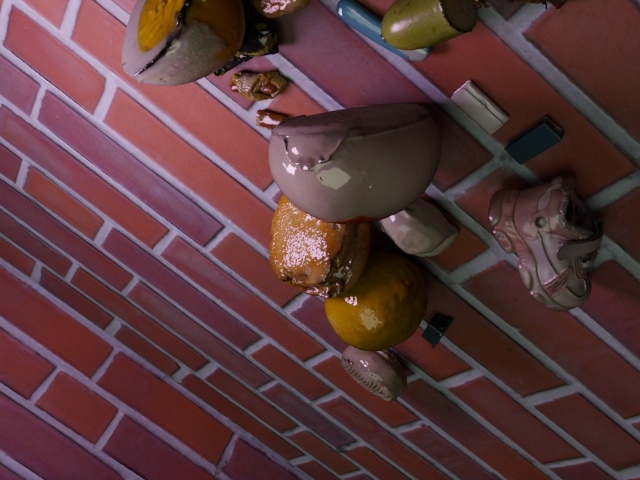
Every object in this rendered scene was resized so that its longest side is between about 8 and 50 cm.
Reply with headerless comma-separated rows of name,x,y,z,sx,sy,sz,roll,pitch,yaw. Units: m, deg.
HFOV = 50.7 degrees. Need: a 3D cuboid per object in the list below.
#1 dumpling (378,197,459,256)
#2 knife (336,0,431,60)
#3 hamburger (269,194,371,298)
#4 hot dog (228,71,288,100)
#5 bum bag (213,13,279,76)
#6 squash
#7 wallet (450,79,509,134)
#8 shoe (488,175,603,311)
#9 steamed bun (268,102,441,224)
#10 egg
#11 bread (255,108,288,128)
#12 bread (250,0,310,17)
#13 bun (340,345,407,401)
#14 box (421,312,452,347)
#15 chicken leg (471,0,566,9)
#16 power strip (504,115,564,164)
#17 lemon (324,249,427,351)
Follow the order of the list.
dumpling,0.234,-0.035,1.717,0.250,0.132,0.162,29,136,-24
knife,0.132,-0.440,1.409,0.221,0.031,0.064,31,131,5
hamburger,0.000,0.000,1.778,0.289,0.315,0.170,-5,167,45
hot dog,-0.160,-0.373,1.650,0.168,0.061,0.078,6,138,29
bum bag,-0.188,-0.457,1.574,0.232,0.060,0.107,-10,121,40
squash,0.197,-0.428,1.310,0.186,0.123,0.123,-13,125,44
wallet,0.342,-0.285,1.449,0.122,0.025,0.061,39,135,-11
shoe,0.544,0.013,1.529,0.198,0.172,0.351,-22,120,42
steamed bun,0.078,-0.162,1.465,0.374,0.374,0.242,1,112,32
egg,-0.282,-0.463,1.473,0.201,0.337,0.337,27,150,-37
bread,-0.125,-0.306,1.723,0.083,0.036,0.047,19,133,17
bread,-0.094,-0.568,1.335,0.244,0.134,0.245,21,142,17
bun,0.189,0.426,2.242,0.239,0.141,0.239,35,165,11
box,0.347,0.267,2.027,0.054,0.074,0.099,33,143,13
chicken leg,0.340,-0.458,1.208,0.207,0.101,0.085,22,172,-4
power strip,0.456,-0.212,1.447,0.056,0.032,0.123,40,142,-11
lemon,0.153,0.167,1.872,0.297,0.297,0.297,18,141,16
